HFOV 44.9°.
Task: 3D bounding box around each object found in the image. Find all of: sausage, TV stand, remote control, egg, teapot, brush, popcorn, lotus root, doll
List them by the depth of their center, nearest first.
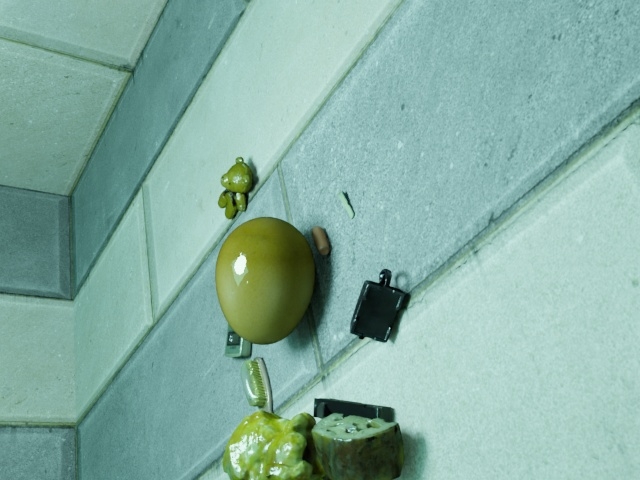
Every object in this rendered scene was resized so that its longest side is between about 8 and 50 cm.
[{"bbox_3d":[0.068,0.430,1.601,0.235,0.138,0.119,-11,91,62],"label":"lotus root"},{"bbox_3d":[0.117,0.142,1.683,0.096,0.087,0.177,-105,33,-73],"label":"teapot"},{"bbox_3d":[0.068,0.384,1.727,0.256,0.040,0.048,-9,74,57],"label":"TV stand"},{"bbox_3d":[-0.092,0.510,1.781,0.277,0.225,0.276,10,114,22],"label":"popcorn"},{"bbox_3d":[0.065,-0.088,1.888,0.016,0.013,0.083,-59,45,39],"label":"brush"},{"bbox_3d":[-0.138,0.101,1.939,0.250,0.250,0.322,7,98,59],"label":"egg"},{"bbox_3d":[0.000,0.000,1.948,0.034,0.034,0.083,-56,38,35],"label":"sausage"},{"bbox_3d":[-0.161,0.448,2.064,0.072,0.067,0.312,-53,43,36],"label":"brush"},{"bbox_3d":[-0.235,0.201,2.271,0.123,0.038,0.285,-11,73,58],"label":"remote control"},{"bbox_3d":[-0.274,-0.154,2.381,0.209,0.097,0.137,-60,42,38],"label":"doll"}]
